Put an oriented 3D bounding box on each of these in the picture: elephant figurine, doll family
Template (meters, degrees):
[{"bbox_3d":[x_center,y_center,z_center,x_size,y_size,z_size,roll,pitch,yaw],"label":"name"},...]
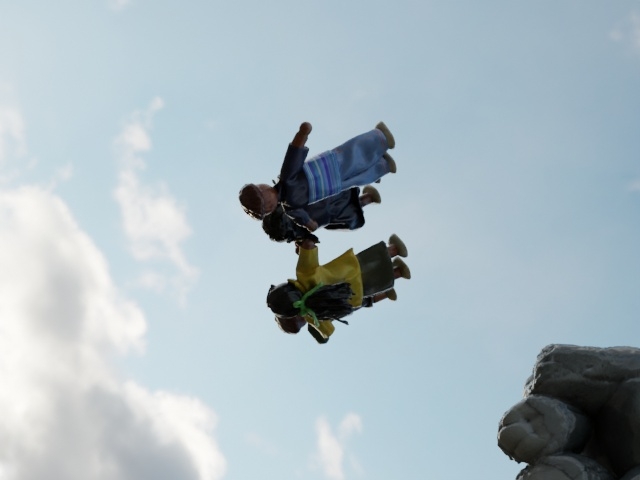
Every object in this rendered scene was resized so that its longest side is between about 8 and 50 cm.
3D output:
[{"bbox_3d":[0.218,0.178,0.778,0.186,0.169,0.239,11,-29,27],"label":"elephant figurine"},{"bbox_3d":[0.000,0.000,0.744,0.076,0.111,0.193,-138,-147,-58],"label":"doll family"}]
